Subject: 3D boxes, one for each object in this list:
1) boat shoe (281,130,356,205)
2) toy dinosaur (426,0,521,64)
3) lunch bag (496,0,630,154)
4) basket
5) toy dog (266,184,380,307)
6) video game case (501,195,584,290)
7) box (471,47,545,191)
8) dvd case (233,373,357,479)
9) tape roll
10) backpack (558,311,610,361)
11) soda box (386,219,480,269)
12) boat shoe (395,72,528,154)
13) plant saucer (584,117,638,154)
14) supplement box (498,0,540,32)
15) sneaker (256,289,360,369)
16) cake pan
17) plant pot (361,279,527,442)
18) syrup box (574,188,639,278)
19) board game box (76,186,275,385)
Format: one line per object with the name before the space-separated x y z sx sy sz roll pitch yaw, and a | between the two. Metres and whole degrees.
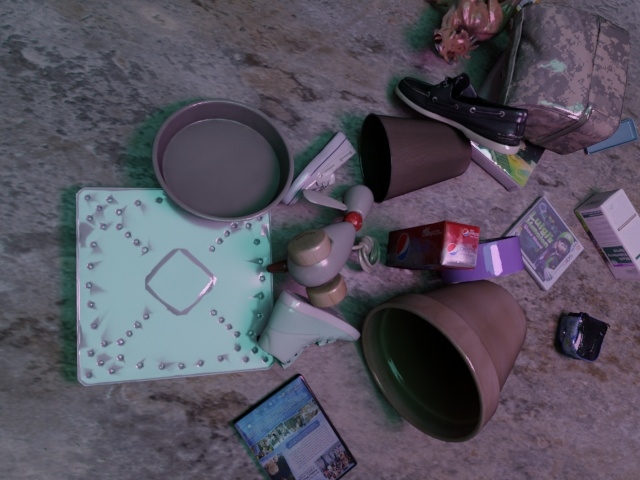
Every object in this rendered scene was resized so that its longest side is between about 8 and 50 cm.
boat shoe | 0.002 -0.152 1.143 0.076 0.083 0.226 42 75 -8
toy dinosaur | 0.389 -0.544 1.250 0.295 0.127 0.200 -12 90 -8
lunch bag | 0.557 -0.392 1.197 0.256 0.212 0.305 18 80 -15
basket | 0.226 -0.204 1.181 0.226 0.154 0.205 -10 100 -21
toy dog | 0.000 0.000 1.083 0.160 0.333 0.220 1 106 26
video game case | 0.597 0.007 1.338 0.173 0.022 0.190 -43 98 -15
box | 0.507 -0.324 1.317 0.232 0.058 0.322 36 78 -11
dvd case | -0.052 0.452 1.116 0.180 0.022 0.253 -33 95 -17
tape roll | 0.376 0.043 1.183 0.188 0.189 0.080 -11 88 -17
backpack | 0.682 0.255 1.312 0.105 0.084 0.114 23 76 -15
soda box | 0.239 0.017 1.106 0.083 0.263 0.092 9 84 -17
boat shoe | 0.321 -0.322 1.146 0.127 0.113 0.340 -16 46 -38
plant saucer | 0.824 -0.296 1.429 0.192 0.018 0.067 -17 91 -16
supplement box | 0.484 -0.669 1.325 0.080 0.078 0.233 -38 96 -12
sneaker | -0.029 0.210 1.087 0.256 0.094 0.151 29 93 -42
cake pan | -0.203 -0.164 1.063 0.293 0.054 0.293 6 68 -14
plant pot | 0.301 0.225 1.109 0.280 0.323 0.323 -26 94 -32
syrup box | 0.814 -0.014 1.365 0.096 0.093 0.237 -35 96 -16
board game box | -0.297 0.087 1.056 0.389 0.050 0.390 -1 86 -17
